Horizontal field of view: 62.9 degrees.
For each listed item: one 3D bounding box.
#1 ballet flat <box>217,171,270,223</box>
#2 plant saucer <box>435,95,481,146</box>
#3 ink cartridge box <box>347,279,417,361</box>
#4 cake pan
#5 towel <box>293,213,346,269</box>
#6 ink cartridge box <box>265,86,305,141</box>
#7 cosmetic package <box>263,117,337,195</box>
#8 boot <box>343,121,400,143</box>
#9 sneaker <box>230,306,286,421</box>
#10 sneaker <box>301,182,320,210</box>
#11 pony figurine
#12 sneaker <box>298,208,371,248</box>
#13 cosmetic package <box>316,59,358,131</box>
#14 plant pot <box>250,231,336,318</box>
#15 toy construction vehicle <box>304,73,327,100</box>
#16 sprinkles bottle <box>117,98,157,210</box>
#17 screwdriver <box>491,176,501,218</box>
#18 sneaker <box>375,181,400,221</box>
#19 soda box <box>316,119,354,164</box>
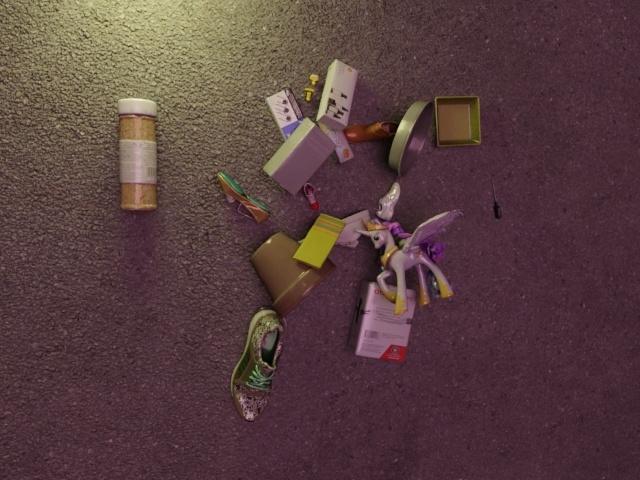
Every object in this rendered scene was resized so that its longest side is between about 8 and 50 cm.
[{"bbox_3d":[-0.281,-0.141,1.827,0.232,0.080,0.073,39,99,-13],"label":"ballet flat"},{"bbox_3d":[0.524,-0.460,2.028,0.188,0.045,0.188,-5,96,-14],"label":"plant saucer"},{"bbox_3d":[0.233,0.298,1.970,0.197,0.114,0.273,12,91,-15],"label":"ink cartridge box"},{"bbox_3d":[0.326,-0.369,1.882,0.054,0.293,0.293,26,87,17],"label":"cake pan"},{"bbox_3d":[0.000,0.000,1.781,0.102,0.021,0.237,20,49,13],"label":"towel"},{"bbox_3d":[-0.107,-0.427,1.865,0.097,0.046,0.207,-27,101,-10],"label":"ink cartridge box"},{"bbox_3d":[-0.072,-0.289,1.819,0.238,0.107,0.127,-46,124,6],"label":"cosmetic package"},{"bbox_3d":[0.187,-0.397,1.888,0.197,0.152,0.073,-8,95,-14],"label":"boot"},{"bbox_3d":[-0.212,0.445,1.830,0.158,0.182,0.410,11,91,-15],"label":"sneaker"},{"bbox_3d":[-0.033,-0.159,1.892,0.042,0.067,0.118,-32,101,-10],"label":"sneaker"},{"bbox_3d":[0.334,0.048,1.864,0.351,0.303,0.363,-17,79,-10],"label":"pony figurine"},{"bbox_3d":[0.066,-0.011,1.908,0.290,0.106,0.123,-22,97,-14],"label":"sneaker"},{"bbox_3d":[0.062,-0.512,1.850,0.099,0.060,0.239,21,67,-24],"label":"cosmetic package"},{"bbox_3d":[-0.116,0.103,1.819,0.263,0.263,0.229,-44,85,-8],"label":"plant pot"},{"bbox_3d":[-0.011,-0.544,1.892,0.086,0.035,0.098,9,89,-4],"label":"toy construction vehicle"},{"bbox_3d":[-0.595,-0.275,1.709,0.121,0.121,0.355,0,94,-15],"label":"sprinkles bottle"},{"bbox_3d":[0.703,-0.170,2.112,0.025,0.024,0.170,-15,92,16],"label":"screwdriver"},{"bbox_3d":[0.256,-0.151,1.977,0.061,0.053,0.152,19,90,-12],"label":"sneaker"},{"bbox_3d":[0.053,-0.371,1.901,0.058,0.063,0.183,-27,99,-13],"label":"soda box"}]
